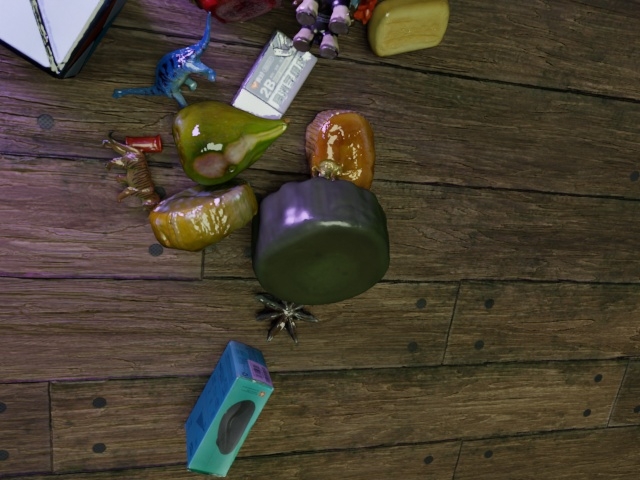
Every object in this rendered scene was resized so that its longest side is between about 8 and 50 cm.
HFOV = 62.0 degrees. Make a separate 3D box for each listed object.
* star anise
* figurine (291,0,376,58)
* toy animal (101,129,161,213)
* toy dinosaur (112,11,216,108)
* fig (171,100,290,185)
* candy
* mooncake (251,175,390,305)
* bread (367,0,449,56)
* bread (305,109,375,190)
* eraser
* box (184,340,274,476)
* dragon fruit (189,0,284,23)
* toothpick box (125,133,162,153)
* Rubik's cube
[{"bbox_3d":[-0.102,0.212,1.531,0.205,0.061,0.180,4,95,-23],"label":"star anise"},{"bbox_3d":[0.038,-0.589,1.143,0.241,0.411,0.306,7,135,10],"label":"figurine"},{"bbox_3d":[-0.453,-0.161,1.282,0.099,0.056,0.241,-6,131,-4],"label":"toy animal"},{"bbox_3d":[-0.322,-0.385,1.232,0.329,0.076,0.144,-26,145,27],"label":"toy dinosaur"},{"bbox_3d":[-0.205,-0.242,1.269,0.275,0.206,0.206,-18,113,-11],"label":"fig"},{"bbox_3d":[-0.277,-0.067,1.279,0.260,0.260,0.118,-18,111,-10],"label":"candy"},{"bbox_3d":[0.000,0.000,1.356,0.357,0.194,0.356,-6,140,-5],"label":"mooncake"},{"bbox_3d":[0.214,-0.545,1.334,0.217,0.098,0.147,-12,138,-18],"label":"bread"},{"bbox_3d":[0.053,-0.216,1.393,0.179,0.133,0.250,-5,111,-19],"label":"bread"},{"bbox_3d":[-0.115,-0.392,1.316,0.124,0.068,0.210,30,99,-23],"label":"eraser"},{"bbox_3d":[-0.263,0.470,1.499,0.118,0.205,0.311,26,99,-20],"label":"box"},{"bbox_3d":[-0.199,-0.627,1.121,0.269,0.250,0.291,-12,97,13],"label":"dragon fruit"},{"bbox_3d":[-0.425,-0.232,1.290,0.083,0.047,0.047,-6,110,-14],"label":"toothpick box"},{"bbox_3d":[-0.550,-0.490,1.054,0.248,0.246,0.250,34,97,-24],"label":"Rubik's cube"}]
